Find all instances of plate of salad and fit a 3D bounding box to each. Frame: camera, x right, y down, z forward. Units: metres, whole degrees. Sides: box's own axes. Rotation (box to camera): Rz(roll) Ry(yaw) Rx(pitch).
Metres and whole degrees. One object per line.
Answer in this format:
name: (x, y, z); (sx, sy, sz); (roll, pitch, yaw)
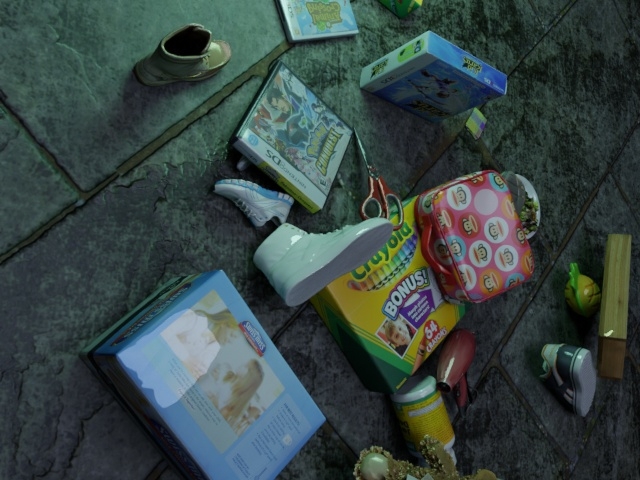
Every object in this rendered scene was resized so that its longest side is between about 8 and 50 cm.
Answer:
plate of salad: (0.601, -0.102, 1.785); (0.199, 0.048, 0.200); (7, 78, -34)

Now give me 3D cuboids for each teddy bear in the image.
teddy bear: (0.215, 0.538, 1.245); (0.338, 0.113, 0.245); (1, 52, -29)

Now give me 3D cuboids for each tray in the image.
tray: (0.897, 0.195, 1.829); (0.411, 0.076, 0.203); (-64, 146, -39)

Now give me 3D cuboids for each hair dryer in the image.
hair dryer: (0.351, 0.328, 1.466); (0.293, 0.080, 0.224); (17, 70, -57)

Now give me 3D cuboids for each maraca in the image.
maraca: (0.803, 0.154, 1.847); (0.186, 0.099, 0.127); (57, 38, -24)

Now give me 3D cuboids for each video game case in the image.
video game case: (0.277, -0.393, 1.487); (0.269, 0.244, 0.061); (16, 75, -31)
video game case: (-0.017, -0.583, 1.449); (0.212, 0.023, 0.193); (-20, 94, -35)
video game case: (-0.052, -0.233, 1.329); (0.248, 0.035, 0.275); (40, 50, -23)

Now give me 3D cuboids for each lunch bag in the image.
lunch bag: (0.350, -0.001, 1.417); (0.258, 0.120, 0.293); (-21, 93, -23)

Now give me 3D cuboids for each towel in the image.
towel: (0.452, -0.341, 1.743); (0.060, 0.009, 0.083); (42, 61, -21)

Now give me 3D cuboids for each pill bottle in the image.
pill bottle: (0.248, 0.437, 1.415); (0.117, 0.117, 0.208); (-22, 96, -35)

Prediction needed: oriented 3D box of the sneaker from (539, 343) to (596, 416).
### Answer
sneaker: (0.729, 0.399, 1.760); (0.126, 0.127, 0.321); (-53, 137, -25)

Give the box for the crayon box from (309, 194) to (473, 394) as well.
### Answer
crayon box: (0.176, 0.121, 1.420); (0.363, 0.106, 0.313); (-40, 105, -32)

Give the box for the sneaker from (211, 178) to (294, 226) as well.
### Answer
sneaker: (-0.142, -0.074, 1.258); (0.190, 0.071, 0.083); (15, 80, -32)

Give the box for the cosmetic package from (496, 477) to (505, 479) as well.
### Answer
cosmetic package: (0.468, 0.704, 1.484); (0.151, 0.183, 0.151); (-44, 107, -31)

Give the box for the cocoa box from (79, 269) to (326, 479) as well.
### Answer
cocoa box: (-0.205, 0.259, 1.062); (0.231, 0.228, 0.347); (-41, 106, -32)

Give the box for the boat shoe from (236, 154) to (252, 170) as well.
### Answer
boat shoe: (-0.153, -0.190, 1.291); (0.035, 0.035, 0.100); (38, 64, 6)

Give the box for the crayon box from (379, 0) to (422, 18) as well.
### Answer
crayon box: (0.215, -0.762, 1.601); (0.165, 0.081, 0.279); (28, 68, -28)

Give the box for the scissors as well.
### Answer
scissors: (0.135, -0.153, 1.427); (0.109, 0.021, 0.297); (4, 59, -13)

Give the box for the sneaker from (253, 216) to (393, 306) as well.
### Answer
sneaker: (0.000, 0.000, 1.267); (0.292, 0.169, 0.108); (-30, 142, -22)

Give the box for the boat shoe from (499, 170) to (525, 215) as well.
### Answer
boat shoe: (0.439, -0.027, 1.614); (0.132, 0.130, 0.355); (43, 63, -27)

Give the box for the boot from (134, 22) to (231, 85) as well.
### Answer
boot: (-0.241, -0.371, 1.173); (0.213, 0.165, 0.077); (-26, 98, -33)
